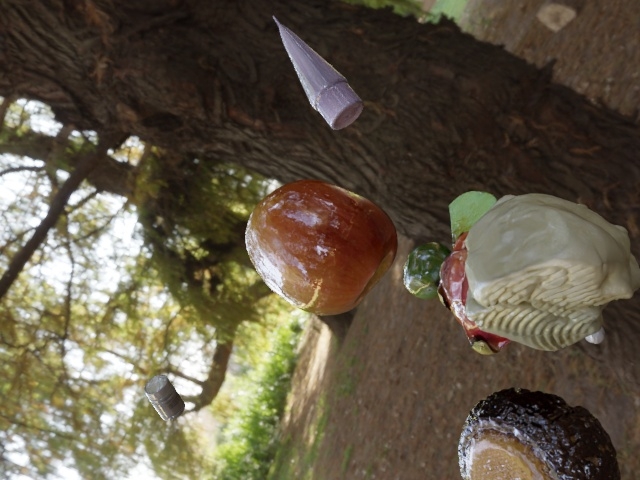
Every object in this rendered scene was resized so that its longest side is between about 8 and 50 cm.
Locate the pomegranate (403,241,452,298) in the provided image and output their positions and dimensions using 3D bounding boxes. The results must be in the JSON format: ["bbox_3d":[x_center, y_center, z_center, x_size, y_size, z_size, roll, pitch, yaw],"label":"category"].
[{"bbox_3d":[0.377,0.110,1.845,0.187,0.225,0.187,-59,-9,-15],"label":"pomegranate"}]

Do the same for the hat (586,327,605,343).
[{"bbox_3d":[0.650,0.193,1.464,0.093,0.162,0.112,-50,-32,-4],"label":"hat"}]

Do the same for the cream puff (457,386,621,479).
[{"bbox_3d":[0.335,0.339,0.885,0.165,0.239,0.239,-18,-33,-37],"label":"cream puff"}]

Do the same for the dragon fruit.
[{"bbox_3d":[0.407,0.109,1.281,0.189,0.291,0.290,-70,4,-64],"label":"dragon fruit"}]

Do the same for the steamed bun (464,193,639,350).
[{"bbox_3d":[0.367,0.039,0.951,0.276,0.289,0.203,-24,48,41],"label":"steamed bun"}]

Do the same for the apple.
[{"bbox_3d":[0.000,0.000,1.013,0.242,0.241,0.242,-49,-16,-19],"label":"apple"}]

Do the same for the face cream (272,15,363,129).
[{"bbox_3d":[-0.015,-0.379,1.313,0.096,0.273,0.154,-38,-15,6],"label":"face cream"}]

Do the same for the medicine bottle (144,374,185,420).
[{"bbox_3d":[-0.344,0.348,1.277,0.058,0.058,0.091,-68,-36,-51],"label":"medicine bottle"}]

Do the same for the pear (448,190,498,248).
[{"bbox_3d":[0.554,-0.046,1.932,0.239,0.139,0.287,124,154,-54],"label":"pear"}]
